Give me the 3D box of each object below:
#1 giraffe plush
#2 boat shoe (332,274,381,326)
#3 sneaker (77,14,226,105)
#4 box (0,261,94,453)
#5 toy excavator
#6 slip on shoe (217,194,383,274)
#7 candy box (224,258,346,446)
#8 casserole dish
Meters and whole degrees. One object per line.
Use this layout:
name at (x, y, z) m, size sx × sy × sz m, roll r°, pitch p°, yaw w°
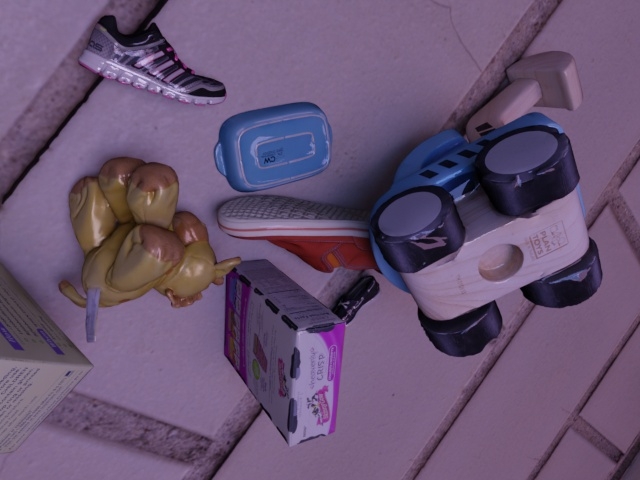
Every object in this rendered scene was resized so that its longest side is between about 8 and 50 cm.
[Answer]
giraffe plush at (-0.195, 0.016, 0.617) m, size 0.170 × 0.181 × 0.211 m, roll 11°, pitch 91°, yaw -55°
boat shoe at (0.054, 0.108, 0.857) m, size 0.125 × 0.046 × 0.038 m, roll -36°, pitch 122°, yaw -19°
sneaker at (-0.186, -0.211, 0.583) m, size 0.170 × 0.063 × 0.075 m, roll 11°, pitch 107°, yaw -29°
box at (-0.363, 0.075, 0.426) m, size 0.117 × 0.213 × 0.243 m, roll -48°, pitch 164°, yaw -8°
toy excavator at (0.259, -0.116, 0.758) m, size 0.432 × 0.445 × 0.222 m, roll -28°, pitch 122°, yaw 10°
slip on shoe at (0.000, 0.000, 0.747) m, size 0.331 × 0.123 × 0.102 m, roll 7°, pitch 107°, yaw -38°
candy box at (-0.060, 0.138, 0.684) m, size 0.071 × 0.233 × 0.159 m, roll -5°, pitch 111°, yaw -29°
casserole dish at (-0.056, -0.131, 0.709) m, size 0.188 × 0.037 × 0.114 m, roll -18°, pitch 115°, yaw -24°
